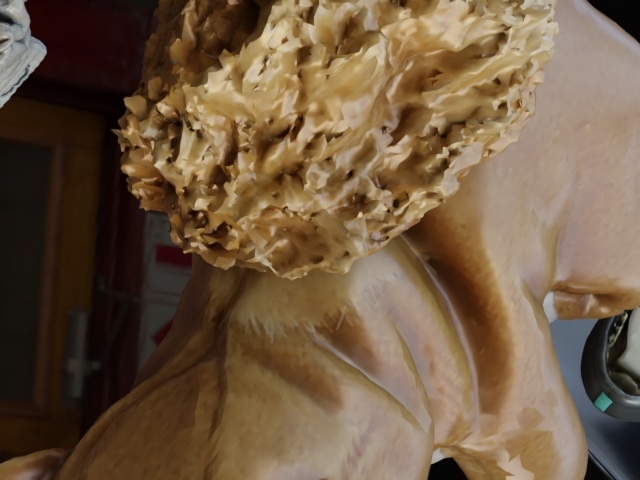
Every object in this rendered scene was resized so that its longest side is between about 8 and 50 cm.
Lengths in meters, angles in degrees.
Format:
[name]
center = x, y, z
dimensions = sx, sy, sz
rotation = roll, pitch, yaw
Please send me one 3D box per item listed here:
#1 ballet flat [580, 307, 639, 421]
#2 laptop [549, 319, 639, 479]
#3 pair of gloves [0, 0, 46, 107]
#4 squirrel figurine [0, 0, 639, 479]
[ballet flat]
center = 0.259, -0.004, 0.750
dimensions = 0.095, 0.096, 0.280
rotation = 32, -84, 18
[laptop]
center = 0.316, 0.198, 1.081
dimensions = 0.382, 0.236, 0.408
rotation = 50, -13, 35
[pair of gloves]
center = -0.185, -0.172, 0.819
dimensions = 0.240, 0.042, 0.204
rotation = -47, -171, 8
[squirrel figurine]
center = 0.000, 0.000, 0.552
dimensions = 0.281, 0.370, 0.397
rotation = 13, -47, 32
